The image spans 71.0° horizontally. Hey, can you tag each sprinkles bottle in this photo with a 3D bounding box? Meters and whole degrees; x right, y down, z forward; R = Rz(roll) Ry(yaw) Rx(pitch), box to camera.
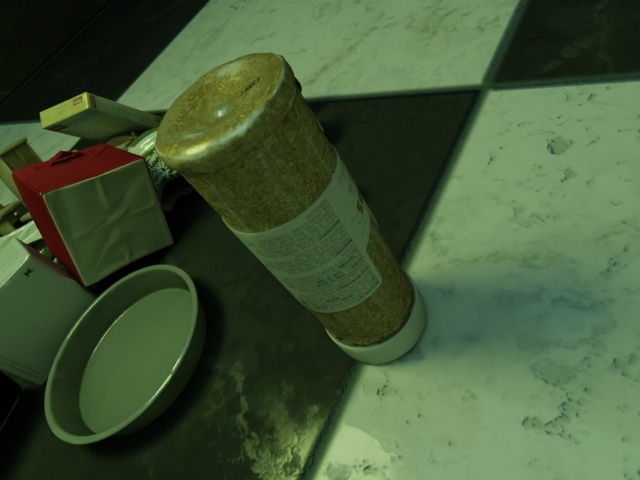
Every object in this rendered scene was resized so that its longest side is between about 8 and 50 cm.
[{"bbox_3d":[0.000,0.000,0.447,0.121,0.355,0.121,-17,47,20],"label":"sprinkles bottle"}]

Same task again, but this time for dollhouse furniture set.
[{"bbox_3d":[-0.605,-0.195,1.079,0.355,0.174,0.303,-18,31,19],"label":"dollhouse furniture set"}]

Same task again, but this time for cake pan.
[{"bbox_3d":[-0.301,0.174,0.712,0.293,0.054,0.293,-17,46,19],"label":"cake pan"}]

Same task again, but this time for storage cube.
[{"bbox_3d":[-0.426,-0.059,0.850,0.183,0.215,0.193,-31,36,-34],"label":"storage cube"}]

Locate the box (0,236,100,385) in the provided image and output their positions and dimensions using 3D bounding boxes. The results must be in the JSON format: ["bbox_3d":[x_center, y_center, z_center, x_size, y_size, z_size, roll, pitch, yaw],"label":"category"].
[{"bbox_3d":[-0.522,0.126,0.801,0.119,0.181,0.182,21,67,43],"label":"box"}]

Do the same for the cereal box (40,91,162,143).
[{"bbox_3d":[-0.562,-0.308,1.171,0.173,0.240,0.047,-11,85,24],"label":"cereal box"}]

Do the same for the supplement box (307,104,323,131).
[{"bbox_3d":[-0.110,-0.163,0.828,0.233,0.080,0.078,-38,10,-6],"label":"supplement box"}]

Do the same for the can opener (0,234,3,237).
[{"bbox_3d":[-0.856,-0.015,1.198,0.283,0.095,0.076,26,70,43],"label":"can opener"}]

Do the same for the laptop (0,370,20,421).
[{"bbox_3d":[-0.628,0.328,0.730,0.264,0.136,0.234,-8,50,27],"label":"laptop"}]

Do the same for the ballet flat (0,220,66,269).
[{"bbox_3d":[-0.645,0.037,1.010,0.400,0.139,0.139,-29,44,7],"label":"ballet flat"}]

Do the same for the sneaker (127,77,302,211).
[{"bbox_3d":[-0.202,-0.186,0.920,0.410,0.158,0.182,-30,61,12],"label":"sneaker"}]
